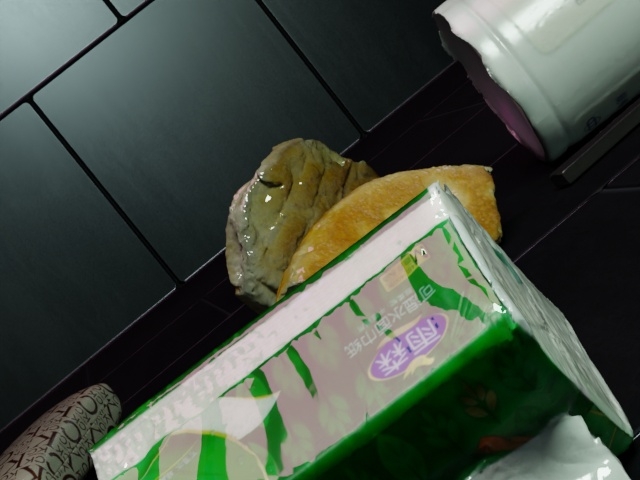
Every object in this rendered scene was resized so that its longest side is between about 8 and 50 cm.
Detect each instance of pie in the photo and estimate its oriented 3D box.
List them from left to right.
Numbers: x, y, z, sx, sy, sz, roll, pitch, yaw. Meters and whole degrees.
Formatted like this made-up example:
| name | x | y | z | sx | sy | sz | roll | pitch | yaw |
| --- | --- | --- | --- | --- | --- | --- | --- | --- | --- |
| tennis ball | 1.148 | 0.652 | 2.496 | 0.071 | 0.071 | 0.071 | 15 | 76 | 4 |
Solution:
| name | x | y | z | sx | sy | sz | roll | pitch | yaw |
| --- | --- | --- | --- | --- | --- | --- | --- | --- | --- |
| pie | 0.000 | 0.000 | 1.361 | 0.046 | 0.195 | 0.195 | -4 | 31 | 47 |

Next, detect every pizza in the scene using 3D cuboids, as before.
| name | x | y | z | sx | sy | sz | roll | pitch | yaw |
| --- | --- | --- | --- | --- | --- | --- | --- | --- | --- |
| pizza | 0.068 | 0.003 | 1.314 | 0.271 | 0.134 | 0.056 | -42 | -21 | -43 |

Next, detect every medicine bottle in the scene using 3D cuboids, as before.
| name | x | y | z | sx | sy | sz | roll | pitch | yaw |
| --- | --- | --- | --- | --- | --- | --- | --- | --- | --- |
| medicine bottle | 0.290 | -0.247 | 1.488 | 0.332 | 0.190 | 0.190 | -38 | 6 | 2 |

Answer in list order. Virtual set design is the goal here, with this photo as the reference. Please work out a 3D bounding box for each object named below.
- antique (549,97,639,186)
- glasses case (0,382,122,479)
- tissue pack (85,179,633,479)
| name | x | y | z | sx | sy | sz | roll | pitch | yaw |
| --- | --- | --- | --- | --- | --- | --- | --- | --- | --- |
| antique | 0.280 | -0.112 | 1.379 | 0.192 | 0.015 | 0.031 | -40 | 5 | -14 |
| glasses case | -0.327 | 0.265 | 1.819 | 0.137 | 0.085 | 0.355 | -38 | 6 | 16 |
| tissue pack | 0.029 | 0.111 | 0.700 | 0.209 | 0.148 | 0.156 | -37 | 46 | 10 |
